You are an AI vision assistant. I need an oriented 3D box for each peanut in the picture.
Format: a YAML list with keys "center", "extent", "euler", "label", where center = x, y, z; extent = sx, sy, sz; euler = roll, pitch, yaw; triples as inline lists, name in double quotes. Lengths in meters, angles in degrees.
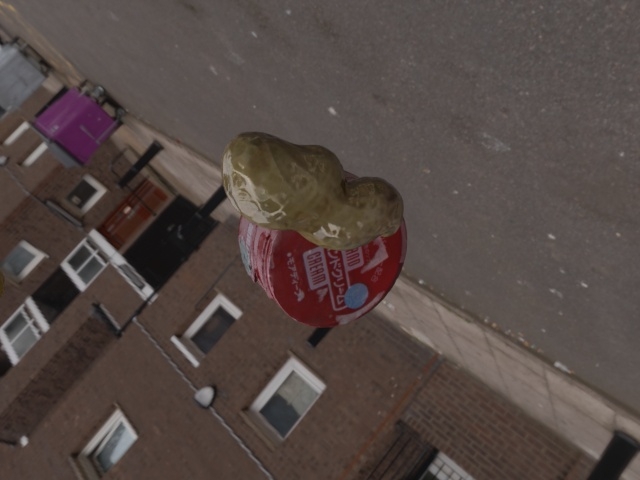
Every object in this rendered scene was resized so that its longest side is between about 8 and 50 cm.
- center: [-0.002, -0.046, 0.579]
  extent: [0.228, 0.104, 0.086]
  euler: [21, -171, -31]
  label: "peanut"

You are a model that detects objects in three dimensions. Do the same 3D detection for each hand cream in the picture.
- center: [0.000, 0.000, 0.788]
  extent: [0.230, 0.230, 0.149]
  euler: [46, 178, -33]
  label: "hand cream"

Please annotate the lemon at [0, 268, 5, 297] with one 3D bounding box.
- center: [-0.706, 0.051, 0.862]
  extent: [0.285, 0.285, 0.316]
  euler: [35, -152, 28]
  label: "lemon"
